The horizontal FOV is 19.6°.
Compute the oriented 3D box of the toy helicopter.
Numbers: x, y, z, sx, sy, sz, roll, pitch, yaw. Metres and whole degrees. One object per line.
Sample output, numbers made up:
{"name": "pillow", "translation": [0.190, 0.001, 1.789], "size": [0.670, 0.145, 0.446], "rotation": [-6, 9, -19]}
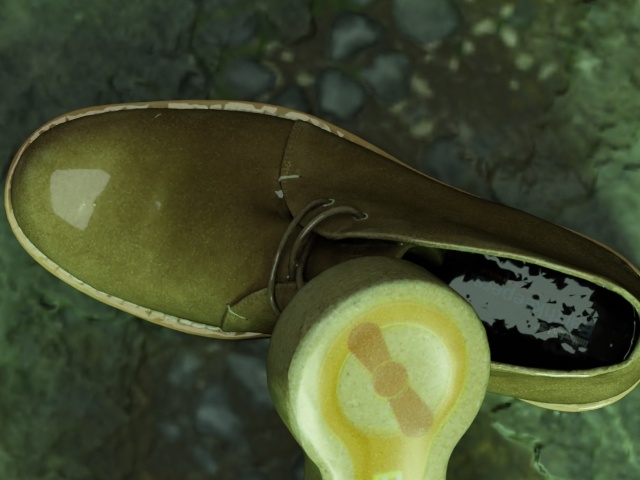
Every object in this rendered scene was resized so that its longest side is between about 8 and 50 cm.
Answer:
{"name": "toy helicopter", "translation": [0.035, 0.175, 0.747], "size": [0.235, 0.140, 0.355], "rotation": [-5, 112, -18]}

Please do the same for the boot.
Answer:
{"name": "boot", "translation": [0.000, 0.000, 0.806], "size": [0.305, 0.115, 0.112], "rotation": [14, 89, 8]}
